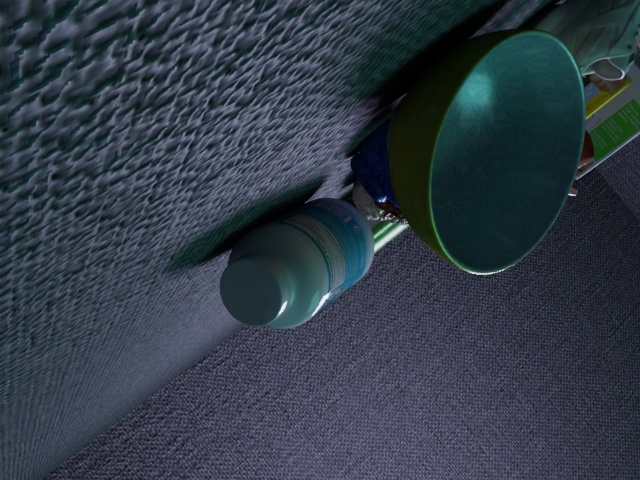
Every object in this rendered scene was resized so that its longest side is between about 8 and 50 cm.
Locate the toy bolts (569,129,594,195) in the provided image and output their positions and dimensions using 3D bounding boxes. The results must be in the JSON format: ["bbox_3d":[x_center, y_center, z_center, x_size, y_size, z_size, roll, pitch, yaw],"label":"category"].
[{"bbox_3d":[0.307,-0.150,1.250,0.228,0.159,0.218,-94,-173,-47],"label":"toy bolts"}]

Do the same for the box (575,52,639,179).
[{"bbox_3d":[0.537,-0.300,1.598,0.231,0.262,0.127,-40,176,32],"label":"box"}]

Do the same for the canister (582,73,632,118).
[{"bbox_3d":[0.456,-0.309,1.419,0.126,0.170,0.073,-40,176,12],"label":"canister"}]

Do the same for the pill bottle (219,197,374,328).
[{"bbox_3d":[-0.034,0.034,1.113,0.146,0.146,0.264,-41,175,29],"label":"pill bottle"}]

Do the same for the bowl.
[{"bbox_3d":[0.174,-0.118,0.959,0.289,0.289,0.156,-36,-141,-26],"label":"bowl"}]

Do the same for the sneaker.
[{"bbox_3d":[0.441,-0.331,1.197,0.305,0.152,0.114,-40,174,-2],"label":"sneaker"}]

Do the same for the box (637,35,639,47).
[{"bbox_3d":[0.729,-0.466,1.640,0.127,0.232,0.148,-35,174,-45],"label":"box"}]

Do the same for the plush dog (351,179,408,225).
[{"bbox_3d":[0.163,-0.100,1.365,0.226,0.210,0.262,-18,-179,-13],"label":"plush dog"}]

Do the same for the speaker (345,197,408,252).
[{"bbox_3d":[0.092,-0.036,1.591,0.297,0.131,0.131,-39,176,3],"label":"speaker"}]

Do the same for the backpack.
[{"bbox_3d":[0.109,-0.095,1.110,0.101,0.120,0.098,-40,176,19],"label":"backpack"}]
